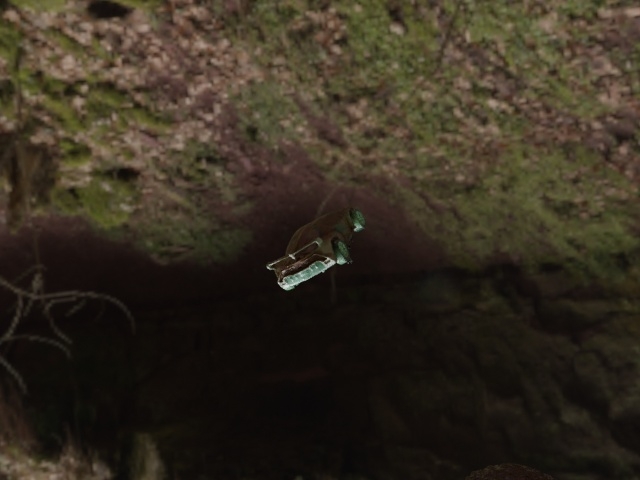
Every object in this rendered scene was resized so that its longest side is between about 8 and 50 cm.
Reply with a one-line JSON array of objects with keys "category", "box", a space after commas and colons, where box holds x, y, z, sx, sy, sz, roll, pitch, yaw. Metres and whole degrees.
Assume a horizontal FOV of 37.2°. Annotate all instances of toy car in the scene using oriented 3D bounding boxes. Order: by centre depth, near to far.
[{"category": "toy car", "box": [0.000, 0.000, 0.759, 0.059, 0.035, 0.122, -28, -166, 23]}]

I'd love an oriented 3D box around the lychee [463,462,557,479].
[{"category": "lychee", "box": [0.220, 0.337, 1.042, 0.194, 0.194, 0.194, -7, -179, 0]}]
